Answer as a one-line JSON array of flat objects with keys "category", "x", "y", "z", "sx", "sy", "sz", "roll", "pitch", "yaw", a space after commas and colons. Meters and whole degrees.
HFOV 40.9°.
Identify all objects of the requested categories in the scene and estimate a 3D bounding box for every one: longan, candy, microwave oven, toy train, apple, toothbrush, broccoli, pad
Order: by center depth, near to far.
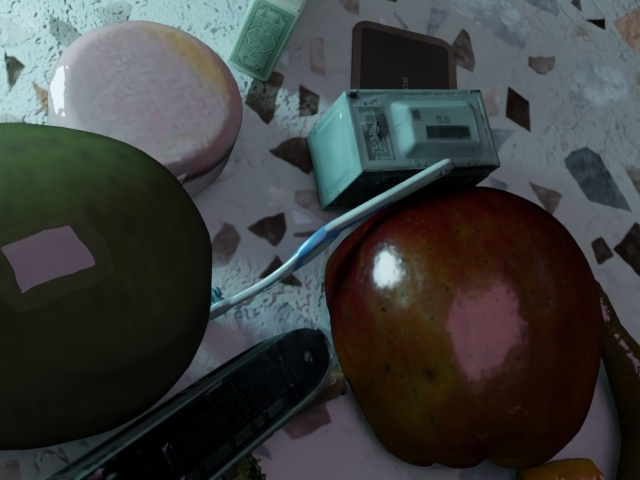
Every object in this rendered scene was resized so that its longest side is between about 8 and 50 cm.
[{"category": "longan", "x": -0.289, "y": 0.047, "z": 0.850, "sx": 0.360, "sy": 0.361, "sz": 0.361, "roll": 8, "pitch": 63, "yaw": -16}, {"category": "toy train", "x": -0.124, "y": 0.193, "z": 0.872, "sx": 0.407, "sy": 0.088, "sz": 0.086, "roll": -28, "pitch": 95, "yaw": -53}, {"category": "broccoli", "x": -0.100, "y": 0.267, "z": 0.932, "sx": 0.097, "sy": 0.092, "sz": 0.095, "roll": -28, "pitch": 56, "yaw": -16}, {"category": "toothbrush", "x": 0.002, "y": 0.004, "z": 1.053, "sx": 0.386, "sy": 0.040, "sz": 0.040, "roll": -29, "pitch": 76, "yaw": -4}, {"category": "candy", "x": -0.221, "y": -0.157, "z": 1.093, "sx": 0.255, "sy": 0.094, "sz": 0.255, "roll": 8, "pitch": 63, "yaw": -16}, {"category": "apple", "x": 0.190, "y": 0.110, "z": 1.098, "sx": 0.328, "sy": 0.295, "sz": 0.365, "roll": -12, "pitch": 63, "yaw": 16}, {"category": "microwave oven", "x": 0.109, "y": -0.118, "z": 1.153, "sx": 0.208, "sy": 0.162, "sz": 0.122, "roll": -5, "pitch": 74, "yaw": -24}, {"category": "pad", "x": 0.128, "y": -0.214, "z": 1.297, "sx": 0.176, "sy": 0.002, "sz": 0.266, "roll": 10, "pitch": 62, "yaw": -15}]

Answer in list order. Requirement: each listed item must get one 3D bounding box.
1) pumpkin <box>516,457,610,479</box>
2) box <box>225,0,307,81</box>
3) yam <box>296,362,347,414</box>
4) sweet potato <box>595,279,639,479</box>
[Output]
[{"category": "pumpkin", "x": 0.339, "y": 0.375, "z": 0.978, "sx": 0.139, "sy": 0.190, "sz": 0.281, "roll": -2, "pitch": 65, "yaw": -19}, {"category": "box", "x": -0.041, "y": -0.372, "z": 1.220, "sx": 0.069, "sy": 0.164, "sz": 0.256, "roll": 27, "pitch": 59, "yaw": -8}, {"category": "yam", "x": -0.088, "y": 0.201, "z": 0.996, "sx": 0.264, "sy": 0.046, "sz": 0.046, "roll": -16, "pitch": 71, "yaw": -27}, {"category": "sweet potato", "x": 0.418, "y": 0.218, "z": 1.140, "sx": 0.108, "sy": 0.079, "sz": 0.346, "roll": 9, "pitch": 66, "yaw": -35}]
